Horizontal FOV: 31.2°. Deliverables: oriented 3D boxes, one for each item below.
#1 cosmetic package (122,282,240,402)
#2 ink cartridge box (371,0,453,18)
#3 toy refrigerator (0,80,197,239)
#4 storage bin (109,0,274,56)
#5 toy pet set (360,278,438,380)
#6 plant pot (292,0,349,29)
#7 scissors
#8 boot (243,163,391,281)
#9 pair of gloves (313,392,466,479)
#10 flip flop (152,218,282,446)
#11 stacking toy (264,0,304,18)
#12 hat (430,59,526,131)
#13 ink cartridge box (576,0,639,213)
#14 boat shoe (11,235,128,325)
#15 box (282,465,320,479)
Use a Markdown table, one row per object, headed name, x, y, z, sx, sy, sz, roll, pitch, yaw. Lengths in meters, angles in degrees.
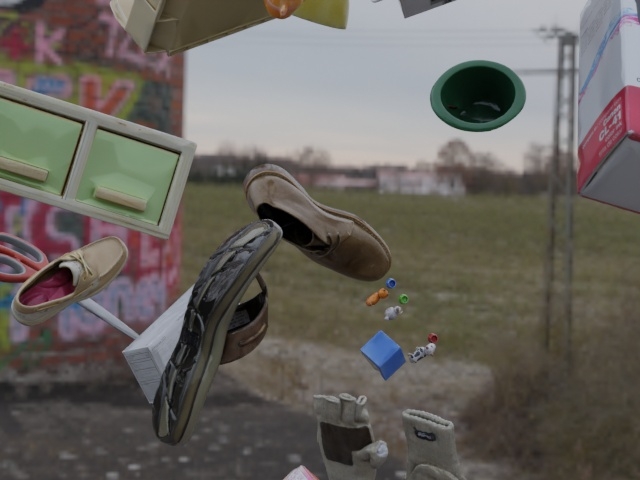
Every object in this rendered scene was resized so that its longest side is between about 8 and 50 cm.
| name | x | y | z | sx | sy | sz | roll | pitch | yaw |
| --- | --- | --- | --- | --- | --- | --- | --- | --- | --- |
| cosmetic package | -0.211 | 0.151 | 1.828 | 0.060 | 0.098 | 0.239 | -11 | 20 | 33 |
| ink cartridge box | 0.142 | -0.366 | 1.520 | 0.180 | 0.104 | 0.060 | -19 | -25 | 3 |
| toy refrigerator | -0.266 | -0.088 | 1.132 | 0.270 | 0.102 | 0.094 | 18 | 0 | -10 |
| storage bin | -0.135 | -0.400 | 1.540 | 0.260 | 0.123 | 0.262 | -28 | -19 | -38 |
| toy pet set | 0.110 | 0.136 | 1.667 | 0.114 | 0.122 | 0.065 | -42 | 10 | -13 |
| plant pot | -0.008 | -0.409 | 1.862 | 0.134 | 0.095 | 0.134 | 17 | 16 | -5 |
| scissors | -0.406 | 0.073 | 1.849 | 0.297 | 0.021 | 0.109 | 25 | 31 | -12 |
| boot | 0.000 | 0.000 | 1.885 | 0.305 | 0.112 | 0.115 | 33 | 22 | -28 |
| pair of gloves | 0.094 | 0.294 | 1.505 | 0.240 | 0.204 | 0.042 | 5 | 28 | 40 |
| flip flop | -0.106 | 0.106 | 1.292 | 0.080 | 0.277 | 0.112 | 21 | 0 | -24 |
| stacking toy | -0.004 | -0.336 | 1.199 | 0.166 | 0.175 | 0.302 | 12 | -35 | -11 |
| hat | 0.304 | -0.227 | 2.193 | 0.173 | 0.208 | 0.183 | 32 | -27 | 24 |
| ink cartridge box | 0.422 | -0.171 | 1.322 | 0.226 | 0.306 | 0.131 | 14 | -34 | -7 |
| boat shoe | -0.317 | 0.047 | 1.465 | 0.170 | 0.063 | 0.059 | -38 | -9 | -22 |
| box | -0.059 | 0.400 | 1.170 | 0.142 | 0.300 | 0.154 | 42 | -6 | 47 |
